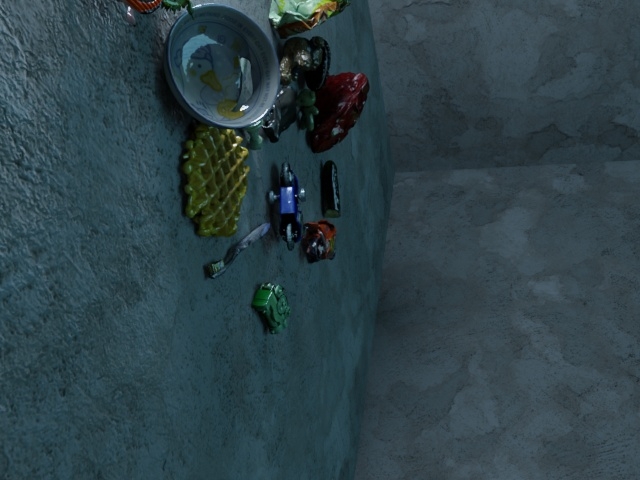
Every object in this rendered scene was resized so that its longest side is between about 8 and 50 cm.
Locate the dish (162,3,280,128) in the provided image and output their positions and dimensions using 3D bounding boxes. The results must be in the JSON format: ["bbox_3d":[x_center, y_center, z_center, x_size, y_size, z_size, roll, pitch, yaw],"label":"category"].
[{"bbox_3d":[-0.239,-0.376,1.332,0.273,0.134,0.273,2,86,-34],"label":"dish"}]

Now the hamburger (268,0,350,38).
[{"bbox_3d":[-0.052,-0.766,1.905,0.150,0.261,0.276,64,-5,-22],"label":"hamburger"}]

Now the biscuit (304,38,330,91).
[{"bbox_3d":[-0.013,-0.646,2.170,0.194,0.053,0.194,180,-90,-68],"label":"biscuit"}]

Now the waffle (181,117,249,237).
[{"bbox_3d":[-0.246,-0.151,1.429,0.329,0.062,0.329,-2,90,-75],"label":"waffle"}]

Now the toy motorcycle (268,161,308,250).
[{"bbox_3d":[-0.098,-0.099,1.882,0.169,0.113,0.315,80,6,-66],"label":"toy motorcycle"}]

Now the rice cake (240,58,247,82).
[{"bbox_3d":[-0.223,-0.495,1.534,0.069,0.063,0.206,44,45,-60],"label":"rice cake"}]

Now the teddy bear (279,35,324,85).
[{"bbox_3d":[-0.067,-0.621,1.975,0.129,0.182,0.251,57,27,-9],"label":"teddy bear"}]

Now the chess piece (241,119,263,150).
[{"bbox_3d":[-0.188,-0.303,1.654,0.103,0.067,0.067,82,15,-53],"label":"chess piece"}]

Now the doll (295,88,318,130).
[{"bbox_3d":[-0.054,-0.471,2.125,0.115,0.078,0.150,29,-54,54],"label":"doll"}]

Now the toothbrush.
[{"bbox_3d":[-0.210,0.016,1.589,0.413,0.035,0.042,-51,134,-67],"label":"toothbrush"}]

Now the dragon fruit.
[{"bbox_3d":[0.090,-0.465,2.360,0.286,0.228,0.329,72,21,-50],"label":"dragon fruit"}]

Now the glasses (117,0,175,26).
[{"bbox_3d":[-0.333,-0.493,1.064,0.162,0.095,0.255,48,48,-19],"label":"glasses"}]

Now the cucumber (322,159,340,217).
[{"bbox_3d":[0.041,-0.214,2.451,0.074,0.075,0.241,-3,89,-74],"label":"cucumber"}]

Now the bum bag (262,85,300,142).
[{"bbox_3d":[-0.131,-0.399,1.846,0.326,0.080,0.142,-66,158,-64],"label":"bum bag"}]

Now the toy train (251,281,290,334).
[{"bbox_3d":[-0.142,0.204,1.760,0.178,0.071,0.104,72,31,-43],"label":"toy train"}]

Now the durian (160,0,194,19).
[{"bbox_3d":[-0.309,-0.567,1.183,0.137,0.095,0.220,1,95,-34],"label":"durian"}]

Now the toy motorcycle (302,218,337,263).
[{"bbox_3d":[0.002,0.002,2.254,0.298,0.089,0.171,-1,88,-74],"label":"toy motorcycle"}]
